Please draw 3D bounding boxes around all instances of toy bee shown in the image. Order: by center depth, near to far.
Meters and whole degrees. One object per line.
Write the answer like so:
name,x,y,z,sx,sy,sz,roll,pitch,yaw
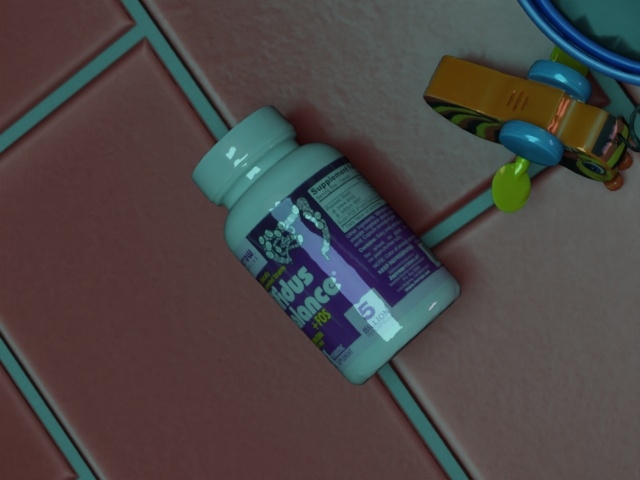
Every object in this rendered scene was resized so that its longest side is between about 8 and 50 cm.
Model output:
toy bee,0.258,-0.104,1.720,0.195,0.162,0.298,-46,51,1

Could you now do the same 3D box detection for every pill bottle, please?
pill bottle,0.000,0.000,1.789,0.169,0.169,0.301,-44,84,17

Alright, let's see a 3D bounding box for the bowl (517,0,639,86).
bowl,0.361,-0.335,1.579,0.391,0.077,0.391,-1,85,7
